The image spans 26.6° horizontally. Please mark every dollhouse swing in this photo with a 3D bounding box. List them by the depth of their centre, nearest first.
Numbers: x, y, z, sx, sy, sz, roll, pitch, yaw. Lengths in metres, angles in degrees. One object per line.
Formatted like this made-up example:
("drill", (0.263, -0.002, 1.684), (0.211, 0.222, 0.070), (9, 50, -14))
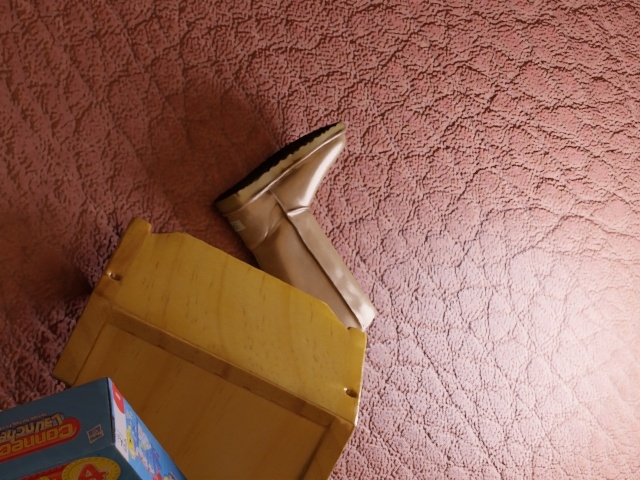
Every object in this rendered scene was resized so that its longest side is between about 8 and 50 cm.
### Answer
("dollhouse swing", (-0.168, 0.220, 1.705), (0.347, 0.305, 0.315), (26, 25, -7))

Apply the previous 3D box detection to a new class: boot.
("boot", (0.000, 0.000, 1.904), (0.236, 0.089, 0.269), (-37, 105, -20))

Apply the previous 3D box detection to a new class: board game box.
("board game box", (-0.308, 0.304, 1.474), (0.302, 0.308, 0.086), (64, 9, -49))
